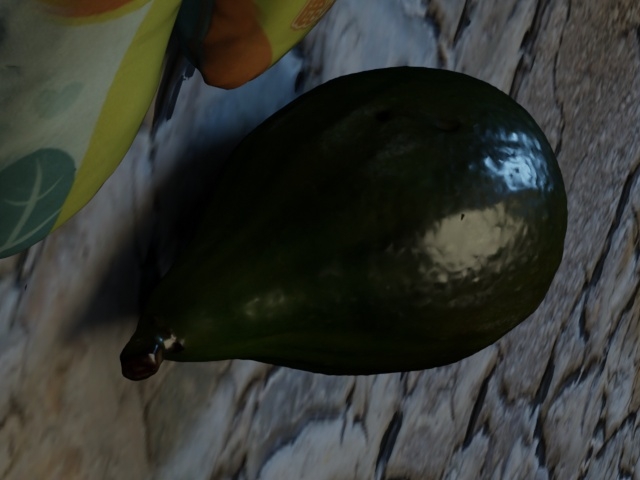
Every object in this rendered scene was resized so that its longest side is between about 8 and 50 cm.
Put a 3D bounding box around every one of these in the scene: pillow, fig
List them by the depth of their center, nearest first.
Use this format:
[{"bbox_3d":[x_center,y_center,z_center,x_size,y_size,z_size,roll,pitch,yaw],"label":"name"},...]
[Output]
[{"bbox_3d":[-0.030,-0.115,0.520,0.233,0.086,0.214,-44,155,-53],"label":"pillow"},{"bbox_3d":[0.000,0.000,0.653,0.177,0.117,0.117,-12,120,-39],"label":"fig"}]
